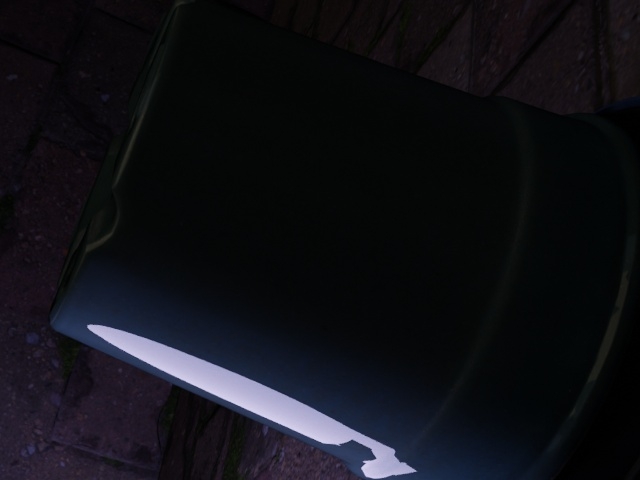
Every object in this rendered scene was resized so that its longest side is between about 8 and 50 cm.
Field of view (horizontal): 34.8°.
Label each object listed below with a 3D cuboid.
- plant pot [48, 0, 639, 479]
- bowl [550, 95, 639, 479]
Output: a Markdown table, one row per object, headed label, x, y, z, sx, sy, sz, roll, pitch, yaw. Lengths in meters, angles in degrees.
| label | x | y | z | sx | sy | sz | roll | pitch | yaw |
| --- | --- | --- | --- | --- | --- | --- | --- | --- | --- |
| plant pot | 0.000 | 0.000 | 0.760 | 0.341 | 0.334 | 0.341 | -59 | 17 | 30 |
| bowl | 0.199 | 0.073 | 0.756 | 0.391 | 0.077 | 0.391 | -58 | 18 | 32 |
